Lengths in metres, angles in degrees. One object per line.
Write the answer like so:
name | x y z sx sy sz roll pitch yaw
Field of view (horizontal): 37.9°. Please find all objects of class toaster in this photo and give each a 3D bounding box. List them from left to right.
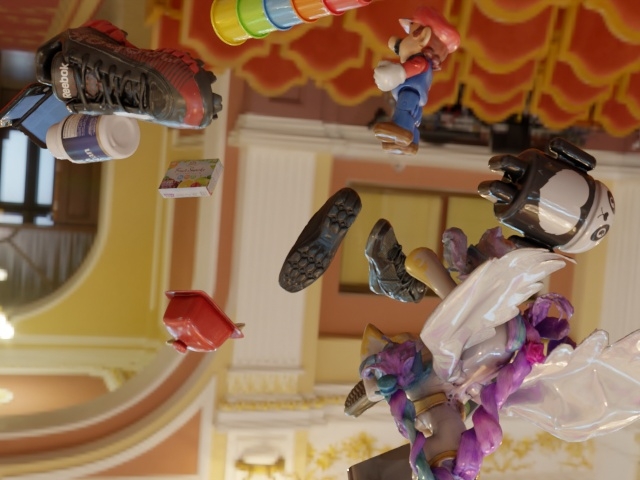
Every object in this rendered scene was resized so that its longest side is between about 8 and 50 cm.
toaster | 0.142 0.463 1.636 0.185 0.168 0.110 -24 -146 8

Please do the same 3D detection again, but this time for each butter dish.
butter dish | -0.276 0.192 2.021 0.160 0.118 0.160 -4 132 47

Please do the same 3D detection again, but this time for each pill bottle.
pill bottle | -0.423 -0.191 1.714 0.169 0.094 0.094 -2 179 35

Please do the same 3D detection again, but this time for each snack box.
snack box | -0.322 -0.155 2.324 0.141 0.100 0.037 -1 138 24

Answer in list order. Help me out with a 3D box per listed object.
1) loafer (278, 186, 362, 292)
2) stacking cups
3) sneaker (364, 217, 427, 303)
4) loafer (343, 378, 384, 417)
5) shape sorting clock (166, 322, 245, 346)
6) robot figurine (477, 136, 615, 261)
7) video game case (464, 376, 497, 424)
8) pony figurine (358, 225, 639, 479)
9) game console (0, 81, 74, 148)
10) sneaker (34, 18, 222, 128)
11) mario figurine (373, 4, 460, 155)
loafer | 0.000 0.000 1.715 0.076 0.223 0.078 34 -170 -9
stacking cups | -0.050 -0.389 1.535 0.096 0.096 0.316 1 180 -44
sneaker | 0.161 0.048 1.902 0.130 0.228 0.087 23 -123 25
loafer | 0.167 0.348 2.209 0.251 0.087 0.094 -37 -167 4
shape sorting clock | -0.292 0.241 2.380 0.206 0.040 0.206 -17 -178 1
robot figurine | 0.469 -0.083 1.921 0.278 0.209 0.174 24 -143 -10
video game case | 0.288 0.305 2.020 0.173 0.190 0.022 40 165 32
pony figurine | 0.188 0.132 1.076 0.302 0.351 0.363 35 -158 -23
game console | -0.561 -0.242 1.849 0.144 0.085 0.124 -35 180 24
sneaker | -0.240 -0.189 1.113 0.276 0.098 0.135 27 -144 33
mario figurine | 0.173 -0.347 1.959 0.170 0.321 0.198 21 168 -16
